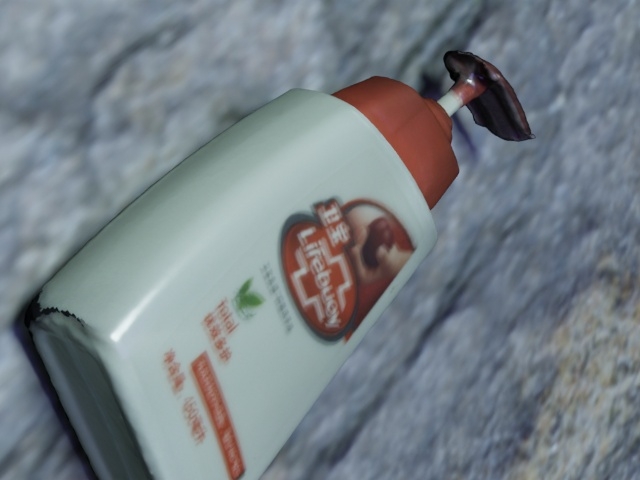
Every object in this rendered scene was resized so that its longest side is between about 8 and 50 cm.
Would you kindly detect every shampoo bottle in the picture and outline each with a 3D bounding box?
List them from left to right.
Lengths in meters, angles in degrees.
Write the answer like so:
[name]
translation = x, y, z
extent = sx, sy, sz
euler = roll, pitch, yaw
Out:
[shampoo bottle]
translation = 0.000, 0.000, 0.766
extent = 0.284, 0.071, 0.153
euler = -42, 133, -27
